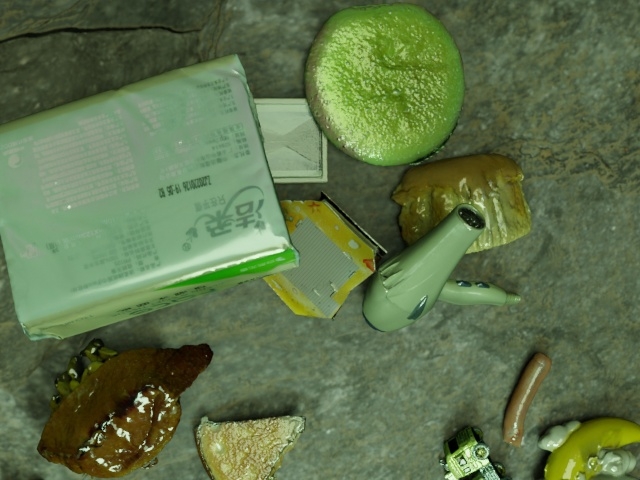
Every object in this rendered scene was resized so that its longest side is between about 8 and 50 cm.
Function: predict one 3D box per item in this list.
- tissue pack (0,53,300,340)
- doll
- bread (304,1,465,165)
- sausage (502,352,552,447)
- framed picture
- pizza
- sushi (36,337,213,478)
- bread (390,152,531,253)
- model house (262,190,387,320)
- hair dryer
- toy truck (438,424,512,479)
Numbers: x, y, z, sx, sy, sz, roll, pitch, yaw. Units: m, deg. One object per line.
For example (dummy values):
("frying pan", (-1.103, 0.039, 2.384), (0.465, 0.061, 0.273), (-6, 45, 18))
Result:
("tissue pack", (-0.266, -0.060, 1.259), (0.405, 0.205, 0.331), (-17, 79, -2))
("doll", (0.510, 0.443, 1.502), (0.252, 0.111, 0.237), (1, 77, -8))
("bread", (0.117, -0.270, 1.433), (0.302, 0.045, 0.301), (-1, 93, -12))
("sausage", (0.374, 0.288, 1.505), (0.047, 0.040, 0.176), (23, 89, -16))
("framed picture", (-0.088, -0.172, 1.424), (0.203, 0.015, 0.150), (0, 93, -9))
("pizza", (-0.108, 0.354, 1.425), (0.195, 0.052, 0.185), (-30, 90, -2))
("sushi", (-0.324, 0.265, 1.344), (0.167, 0.179, 0.296), (36, 103, -32))
("bread", (0.260, -0.060, 1.426), (0.252, 0.133, 0.174), (-11, 96, -9))
("model house", (0.000, 0.000, 1.408), (0.219, 0.136, 0.207), (43, 125, 6))
("hair dryer", (0.230, 0.041, 1.365), (0.299, 0.295, 0.118), (-7, 57, -13))
("toy truck", (0.281, 0.427, 1.481), (0.100, 0.077, 0.168), (-31, 100, 7))
